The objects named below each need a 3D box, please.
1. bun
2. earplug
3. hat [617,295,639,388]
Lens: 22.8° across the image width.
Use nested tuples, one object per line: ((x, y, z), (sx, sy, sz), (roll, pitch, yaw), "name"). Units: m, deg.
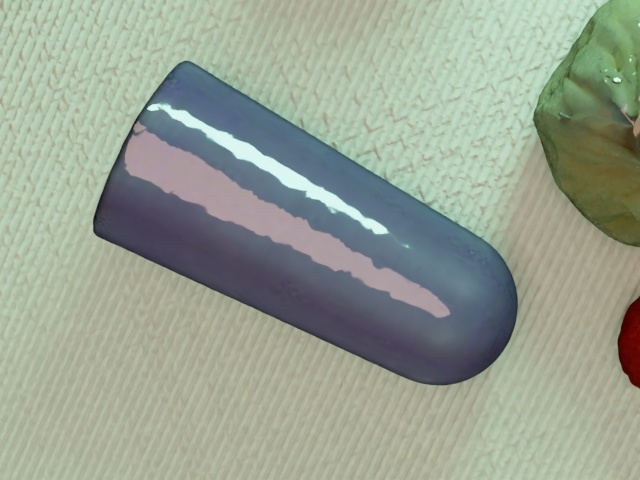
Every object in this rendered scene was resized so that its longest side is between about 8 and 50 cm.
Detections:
((0.350, -0.122, 1.632), (0.281, 0.205, 0.282), (1, 94, 11), "bun")
((0.000, 0.000, 1.703), (0.456, 0.215, 0.215), (28, 98, 3), "earplug")
((0.470, 0.090, 1.644), (0.332, 0.242, 0.274), (-11, 103, 39), "hat")
